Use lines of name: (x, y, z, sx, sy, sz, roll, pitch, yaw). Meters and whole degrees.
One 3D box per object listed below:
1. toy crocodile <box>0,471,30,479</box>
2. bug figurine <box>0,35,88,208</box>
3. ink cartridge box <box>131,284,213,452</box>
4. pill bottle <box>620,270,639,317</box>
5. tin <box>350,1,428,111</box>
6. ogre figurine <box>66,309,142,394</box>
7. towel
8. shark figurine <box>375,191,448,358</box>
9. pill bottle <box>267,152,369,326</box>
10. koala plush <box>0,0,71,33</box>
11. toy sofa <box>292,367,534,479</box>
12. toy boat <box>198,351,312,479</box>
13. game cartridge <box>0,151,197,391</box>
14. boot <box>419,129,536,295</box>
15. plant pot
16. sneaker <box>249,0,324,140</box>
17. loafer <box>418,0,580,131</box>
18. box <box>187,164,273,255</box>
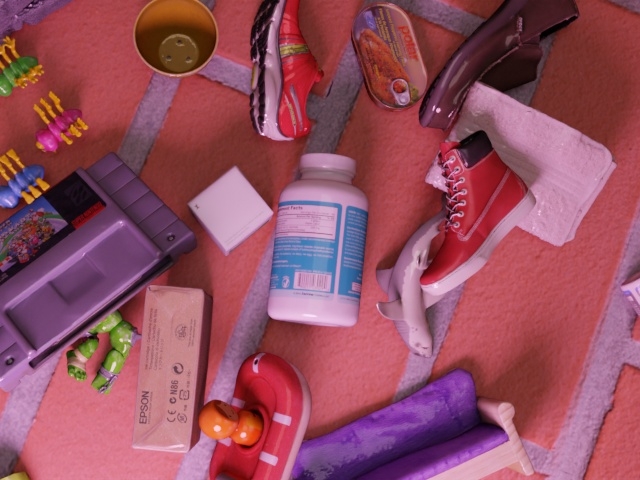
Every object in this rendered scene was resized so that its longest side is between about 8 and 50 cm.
toy crocodile: (-0.577, 0.465, 1.368, 0.340, 0.105, 0.115, -41, 89, -4)
bug figurine: (-0.501, -0.186, 1.463, 0.216, 0.072, 0.279, -41, 84, -15)
ink cartridge box: (-0.219, 0.191, 1.382, 0.088, 0.193, 0.235, 4, 82, -3)
pill bottle: (0.569, 0.114, 1.528, 0.078, 0.078, 0.137, -32, 87, -9)
tin: (0.117, -0.311, 1.558, 0.106, 0.040, 0.190, -16, 84, -3)
ogre figurine: (-0.366, 0.132, 1.430, 0.118, 0.097, 0.197, -41, 72, 9)
towel: (0.329, -0.118, 1.492, 0.282, 0.049, 0.187, 23, 106, -14)
shark figurine: (0.143, 0.039, 1.490, 0.166, 0.116, 0.278, 17, 89, -37)
pill bottle: (0.000, 0.000, 1.452, 0.146, 0.146, 0.264, 7, 82, -5)
koala plush: (-0.522, -0.453, 1.441, 0.203, 0.196, 0.221, -34, 91, 1)
toy sofa: (0.125, 0.341, 1.420, 0.362, 0.150, 0.177, -22, 87, -8)
toy boat: (-0.117, 0.279, 1.385, 0.151, 0.151, 0.231, 28, 75, -39)
game cartridge: (-0.394, 0.034, 1.393, 0.355, 0.068, 0.230, -39, 67, -17)
boot: (0.202, -0.049, 1.407, 0.244, 0.088, 0.176, -47, 108, -19)
plant pot: (-0.232, -0.319, 1.494, 0.134, 0.095, 0.134, 1, 82, -5)
sneaker: (-0.051, -0.301, 1.524, 0.118, 0.107, 0.279, 6, 85, -23)
loafer: (0.308, -0.308, 1.526, 0.130, 0.134, 0.366, 42, 81, 1)
box: (-0.144, -0.047, 1.472, 0.101, 0.087, 0.102, -39, 88, -9)
